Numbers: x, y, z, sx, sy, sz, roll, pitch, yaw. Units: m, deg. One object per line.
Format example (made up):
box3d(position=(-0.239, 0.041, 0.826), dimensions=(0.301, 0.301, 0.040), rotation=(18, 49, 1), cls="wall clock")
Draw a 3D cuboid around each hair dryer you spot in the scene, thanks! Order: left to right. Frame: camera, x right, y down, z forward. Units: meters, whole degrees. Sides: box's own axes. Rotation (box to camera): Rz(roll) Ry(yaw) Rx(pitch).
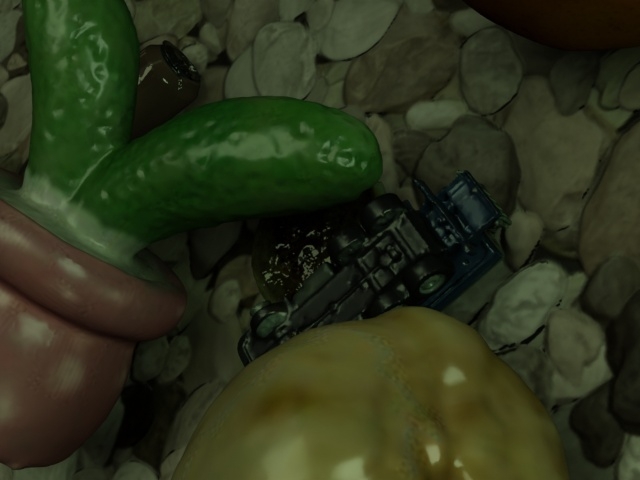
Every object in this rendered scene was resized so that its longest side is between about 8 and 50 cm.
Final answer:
box3d(position=(-0.180, -0.162, 1.075), dimensions=(0.117, 0.064, 0.182), rotation=(-37, 47, 16), cls="hair dryer")

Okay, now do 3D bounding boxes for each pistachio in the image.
box3d(position=(0.015, 0.192, 0.670), dimensions=(0.238, 0.229, 0.321), rotation=(174, 116, -80), cls="pistachio")

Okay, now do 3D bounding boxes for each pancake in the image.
box3d(position=(0.001, 0.006, 0.890), dimensions=(0.129, 0.022, 0.116), rotation=(-24, 57, 31), cls="pancake")

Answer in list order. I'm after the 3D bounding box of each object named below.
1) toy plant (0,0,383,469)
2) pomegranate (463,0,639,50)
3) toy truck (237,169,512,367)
box3d(position=(-0.163, 0.000, 0.902), dimensions=(0.317, 0.210, 0.356), rotation=(35, 90, 17), cls="toy plant")
box3d(position=(0.184, -0.273, 0.716), dimensions=(0.319, 0.319, 0.319), rotation=(-15, 61, 30), cls="pomegranate")
box3d(position=(0.039, 0.035, 0.805), dimensions=(0.201, 0.088, 0.074), rotation=(-43, 60, 15), cls="toy truck")
